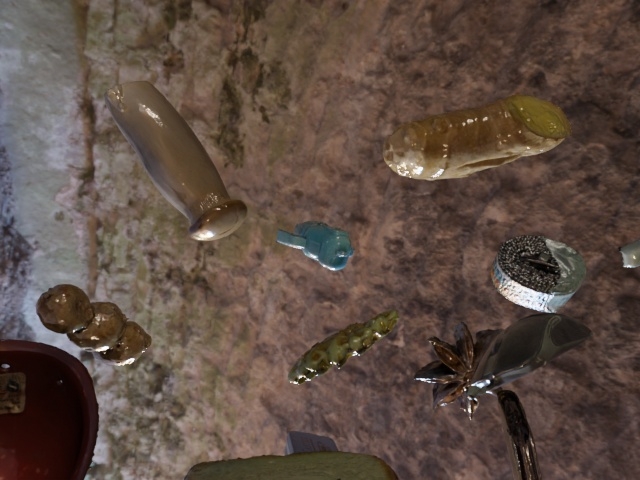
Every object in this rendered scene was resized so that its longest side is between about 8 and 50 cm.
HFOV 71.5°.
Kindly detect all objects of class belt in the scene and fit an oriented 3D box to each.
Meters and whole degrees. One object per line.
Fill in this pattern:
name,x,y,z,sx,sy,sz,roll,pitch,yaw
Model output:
belt,0.672,0.097,1.381,0.150,0.257,0.207,77,32,-59

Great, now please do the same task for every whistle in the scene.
whistle,0.000,0.000,1.058,0.274,0.186,0.093,30,-74,66

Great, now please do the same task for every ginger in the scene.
ginger,-0.372,0.145,0.733,0.204,0.104,0.080,65,9,-48
ginger,0.293,-0.189,0.836,0.190,0.354,0.126,67,12,-65

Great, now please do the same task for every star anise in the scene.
star anise,0.444,0.392,1.362,0.117,0.332,0.331,-79,179,-80

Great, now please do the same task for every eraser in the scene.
eraser,-0.003,0.341,0.650,0.225,0.082,0.036,158,-54,-80

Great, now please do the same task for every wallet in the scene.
wallet,0.262,0.305,0.562,0.110,0.031,0.198,-26,103,-74

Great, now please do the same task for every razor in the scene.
razor,0.348,-0.021,0.449,0.037,0.191,0.068,-2,-69,49

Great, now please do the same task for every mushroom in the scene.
mushroom,-0.311,-0.180,0.923,0.407,0.137,0.154,50,-27,7

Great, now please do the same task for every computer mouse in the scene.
computer mouse,0.362,0.202,0.818,0.167,0.379,0.090,-49,-119,40

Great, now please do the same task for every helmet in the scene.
helmet,-0.493,0.342,0.622,0.385,0.337,0.230,36,-55,35

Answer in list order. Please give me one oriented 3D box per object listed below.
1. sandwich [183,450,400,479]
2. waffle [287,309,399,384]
sandwich,-0.023,0.278,0.401,0.273,0.249,0.095,127,-41,-79
waffle,0.034,0.199,0.829,0.054,0.223,0.204,60,-24,10
